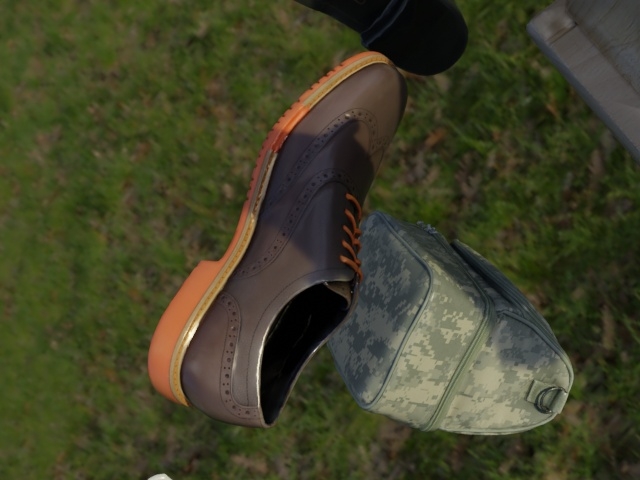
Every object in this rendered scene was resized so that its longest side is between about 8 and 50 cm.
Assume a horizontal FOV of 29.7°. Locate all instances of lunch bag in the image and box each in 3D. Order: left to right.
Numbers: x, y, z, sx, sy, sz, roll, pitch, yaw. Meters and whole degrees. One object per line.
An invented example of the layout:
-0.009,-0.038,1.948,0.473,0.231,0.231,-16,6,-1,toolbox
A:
0.166,0.116,1.580,0.212,0.256,0.305,-63,21,11,lunch bag

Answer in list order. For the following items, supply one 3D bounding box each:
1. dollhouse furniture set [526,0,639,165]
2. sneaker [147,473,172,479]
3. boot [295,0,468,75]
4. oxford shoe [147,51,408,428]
0.173,-0.145,0.350,0.174,0.303,0.355,-36,79,-9,dollhouse furniture set
-0.100,0.240,0.904,0.057,0.075,0.161,-23,35,-10,sneaker
0.023,-0.255,0.996,0.091,0.263,0.229,-40,24,23,boot
0.000,0.000,0.785,0.098,0.097,0.271,20,75,36,oxford shoe
